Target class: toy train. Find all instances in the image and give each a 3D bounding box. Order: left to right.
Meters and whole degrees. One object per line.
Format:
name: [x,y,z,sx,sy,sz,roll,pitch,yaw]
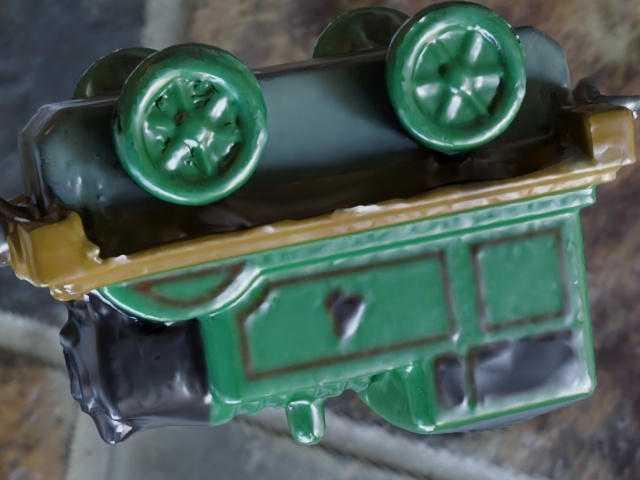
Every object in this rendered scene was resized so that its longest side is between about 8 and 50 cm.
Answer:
toy train: [0.000,0.000,0.568,0.227,0.091,0.136,-14,99,-16]
